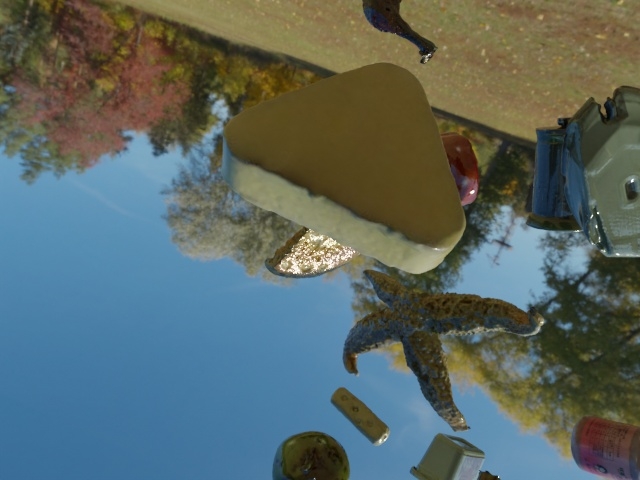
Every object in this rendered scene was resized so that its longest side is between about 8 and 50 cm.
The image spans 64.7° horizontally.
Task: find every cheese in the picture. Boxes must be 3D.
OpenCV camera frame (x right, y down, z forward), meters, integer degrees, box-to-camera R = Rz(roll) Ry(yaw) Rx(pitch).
[{"bbox_3d":[0.105,0.472,1.368,0.065,0.043,0.194,-35,-133,-26],"label":"cheese"},{"bbox_3d":[0.071,-0.157,0.827,0.384,0.104,0.384,6,-123,-10],"label":"cheese"}]

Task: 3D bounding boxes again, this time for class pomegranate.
[{"bbox_3d":[-0.013,0.483,1.018,0.156,0.220,0.156,-9,-152,5],"label":"pomegranate"}]

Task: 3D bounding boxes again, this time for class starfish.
[{"bbox_3d":[0.223,0.228,1.075,0.432,0.324,0.082,17,-166,36],"label":"starfish"}]

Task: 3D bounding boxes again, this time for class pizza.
[{"bbox_3d":[0.000,0.000,1.422,0.335,0.226,0.086,-16,-141,-21],"label":"pizza"}]

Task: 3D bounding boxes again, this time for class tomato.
[{"bbox_3d":[0.335,-0.189,1.380,0.139,0.200,0.233,-11,-168,3],"label":"tomato"}]

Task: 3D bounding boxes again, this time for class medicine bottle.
[{"bbox_3d":[0.760,0.523,1.235,0.147,0.147,0.247,7,173,-38],"label":"medicine bottle"}]

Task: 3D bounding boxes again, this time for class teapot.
[{"bbox_3d":[0.763,-0.217,1.590,0.200,0.337,0.270,3,-164,19],"label":"teapot"}]

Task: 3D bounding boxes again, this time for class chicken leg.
[{"bbox_3d":[0.141,-0.452,0.994,0.106,0.051,0.253,-17,-106,-18],"label":"chicken leg"}]

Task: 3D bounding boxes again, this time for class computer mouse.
[{"bbox_3d":[0.696,-0.151,1.208,0.228,0.429,0.145,-22,-157,3],"label":"computer mouse"}]

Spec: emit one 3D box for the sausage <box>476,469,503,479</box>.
[{"bbox_3d":[0.416,0.828,1.412,0.082,0.082,0.371,25,-124,19],"label":"sausage"}]

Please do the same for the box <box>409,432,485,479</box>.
[{"bbox_3d":[0.495,0.842,1.900,0.175,0.182,0.312,23,174,42],"label":"box"}]
